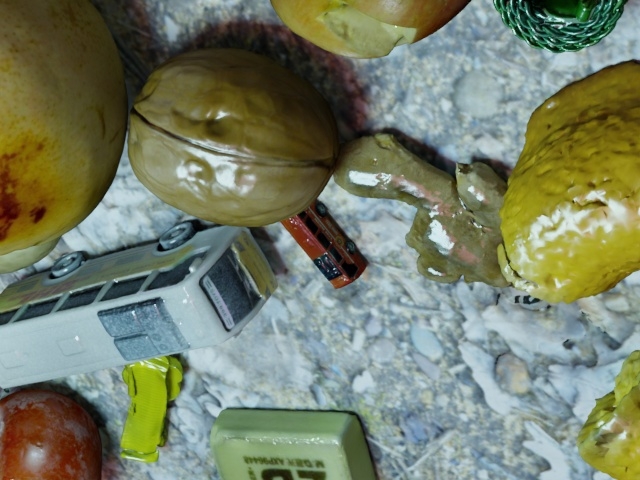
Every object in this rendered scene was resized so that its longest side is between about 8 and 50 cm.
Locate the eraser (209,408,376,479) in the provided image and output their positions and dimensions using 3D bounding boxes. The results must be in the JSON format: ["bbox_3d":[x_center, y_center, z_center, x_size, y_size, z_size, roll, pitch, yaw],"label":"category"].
[{"bbox_3d":[-0.032,0.249,1.923,0.172,0.058,0.117,0,123,26],"label":"eraser"}]

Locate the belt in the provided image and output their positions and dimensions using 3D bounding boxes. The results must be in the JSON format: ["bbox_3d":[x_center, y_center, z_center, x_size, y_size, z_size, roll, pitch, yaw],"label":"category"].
[{"bbox_3d":[0.199,-0.230,1.441,0.121,0.079,0.151,6,126,22],"label":"belt"}]

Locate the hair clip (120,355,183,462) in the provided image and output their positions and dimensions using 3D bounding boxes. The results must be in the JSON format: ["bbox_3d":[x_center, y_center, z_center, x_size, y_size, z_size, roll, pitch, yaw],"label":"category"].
[{"bbox_3d":[-0.193,0.181,1.957,0.072,0.046,0.173,12,130,5],"label":"hair clip"}]

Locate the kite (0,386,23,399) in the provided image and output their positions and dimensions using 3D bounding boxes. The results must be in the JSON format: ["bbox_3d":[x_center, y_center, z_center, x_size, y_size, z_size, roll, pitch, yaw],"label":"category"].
[{"bbox_3d":[-0.383,0.209,2.096,0.137,0.005,0.152,5,127,23],"label":"kite"}]

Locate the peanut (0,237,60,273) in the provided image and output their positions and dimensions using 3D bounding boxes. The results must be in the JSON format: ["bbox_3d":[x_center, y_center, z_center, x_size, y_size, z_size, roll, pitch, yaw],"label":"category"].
[{"bbox_3d":[-0.387,-0.024,1.847,0.253,0.122,0.137,-11,136,35],"label":"peanut"}]

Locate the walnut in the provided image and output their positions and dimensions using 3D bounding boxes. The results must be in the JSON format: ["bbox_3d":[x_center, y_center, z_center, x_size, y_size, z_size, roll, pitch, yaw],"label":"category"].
[{"bbox_3d":[-0.085,-0.098,1.623,0.207,0.167,0.167,17,130,12],"label":"walnut"}]

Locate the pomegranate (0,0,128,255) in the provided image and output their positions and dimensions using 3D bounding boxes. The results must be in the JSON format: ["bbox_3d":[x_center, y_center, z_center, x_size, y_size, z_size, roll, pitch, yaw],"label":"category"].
[{"bbox_3d":[-0.328,-0.143,1.636,0.319,0.319,0.319,13,129,17],"label":"pomegranate"}]

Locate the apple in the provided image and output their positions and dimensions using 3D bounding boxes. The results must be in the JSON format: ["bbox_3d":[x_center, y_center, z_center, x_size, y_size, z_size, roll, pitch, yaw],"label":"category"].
[{"bbox_3d":[0.040,-0.243,1.448,0.199,0.199,0.199,13,129,17],"label":"apple"}]

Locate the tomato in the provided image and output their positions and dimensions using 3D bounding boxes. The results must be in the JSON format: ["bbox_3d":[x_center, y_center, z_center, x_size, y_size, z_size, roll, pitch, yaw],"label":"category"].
[{"bbox_3d":[-0.335,0.271,2.014,0.151,0.187,0.187,17,140,-33],"label":"tomato"}]

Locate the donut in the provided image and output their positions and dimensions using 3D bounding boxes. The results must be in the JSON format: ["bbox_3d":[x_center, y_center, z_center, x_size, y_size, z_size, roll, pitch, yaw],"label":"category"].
[{"bbox_3d":[0.364,0.055,1.521,0.378,0.163,0.435,-11,118,30],"label":"donut"}]

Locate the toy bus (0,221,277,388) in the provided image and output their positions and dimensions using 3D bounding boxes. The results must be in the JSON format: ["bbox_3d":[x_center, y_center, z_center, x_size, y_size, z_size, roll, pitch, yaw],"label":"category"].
[{"bbox_3d":[-0.216,0.069,1.824,0.343,0.138,0.097,-13,115,34],"label":"toy bus"}]

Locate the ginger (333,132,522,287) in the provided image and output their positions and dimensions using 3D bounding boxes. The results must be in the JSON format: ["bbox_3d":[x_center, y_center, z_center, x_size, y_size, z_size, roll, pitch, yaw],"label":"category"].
[{"bbox_3d":[0.101,-0.026,1.654,0.214,0.059,0.133,17,125,11],"label":"ginger"}]

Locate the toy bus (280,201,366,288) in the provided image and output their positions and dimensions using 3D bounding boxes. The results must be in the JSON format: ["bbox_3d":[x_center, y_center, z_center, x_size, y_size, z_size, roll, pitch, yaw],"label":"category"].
[{"bbox_3d":[0.000,0.000,1.731,0.031,0.043,0.110,-28,109,37],"label":"toy bus"}]
